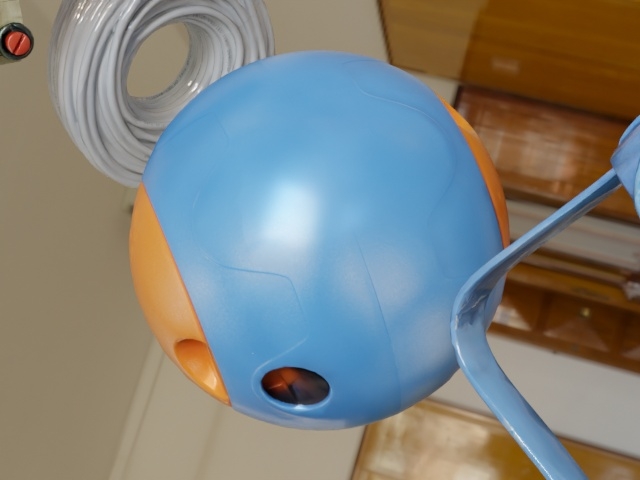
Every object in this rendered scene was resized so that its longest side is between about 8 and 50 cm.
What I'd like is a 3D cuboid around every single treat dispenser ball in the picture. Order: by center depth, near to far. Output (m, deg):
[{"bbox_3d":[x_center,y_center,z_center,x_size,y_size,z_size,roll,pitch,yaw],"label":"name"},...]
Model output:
[{"bbox_3d":[0.000,0.000,0.800,0.288,0.288,0.288,15,-90,-79],"label":"treat dispenser ball"}]

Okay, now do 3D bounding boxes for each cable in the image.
[{"bbox_3d":[-0.163,-0.184,1.080,0.257,0.089,0.257,-49,-39,-9],"label":"cable"}]

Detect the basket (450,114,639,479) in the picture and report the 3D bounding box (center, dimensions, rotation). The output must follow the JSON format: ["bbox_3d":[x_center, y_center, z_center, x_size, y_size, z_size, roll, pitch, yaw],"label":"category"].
[{"bbox_3d":[0.198,0.046,0.344,0.201,0.254,0.289,-6,-33,-52],"label":"basket"}]

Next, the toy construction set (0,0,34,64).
[{"bbox_3d":[-0.488,-0.301,1.313,0.215,0.151,0.327,-16,-50,-25],"label":"toy construction set"}]
